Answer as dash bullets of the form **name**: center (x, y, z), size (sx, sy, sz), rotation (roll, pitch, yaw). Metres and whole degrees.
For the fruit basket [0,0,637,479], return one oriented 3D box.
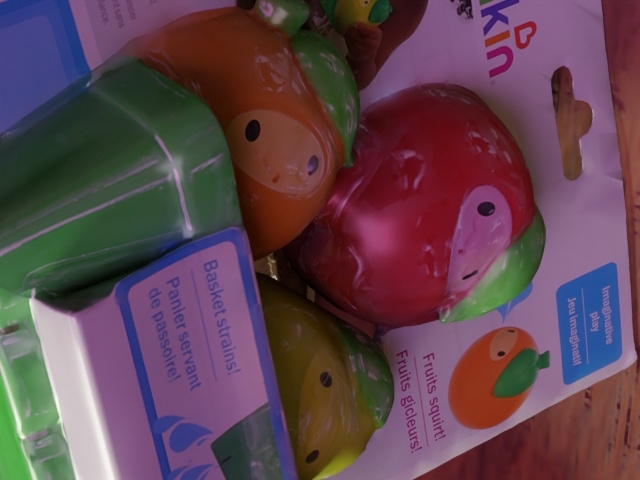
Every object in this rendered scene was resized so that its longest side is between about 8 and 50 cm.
- **fruit basket**: center (0.000, 0.000, 0.862), size (0.353, 0.165, 0.327), rotation (-21, 122, -19)

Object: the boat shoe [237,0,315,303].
- **boat shoe**: center (-0.068, -0.022, 0.978), size (0.095, 0.095, 0.257), rotation (-3, 121, 19)
